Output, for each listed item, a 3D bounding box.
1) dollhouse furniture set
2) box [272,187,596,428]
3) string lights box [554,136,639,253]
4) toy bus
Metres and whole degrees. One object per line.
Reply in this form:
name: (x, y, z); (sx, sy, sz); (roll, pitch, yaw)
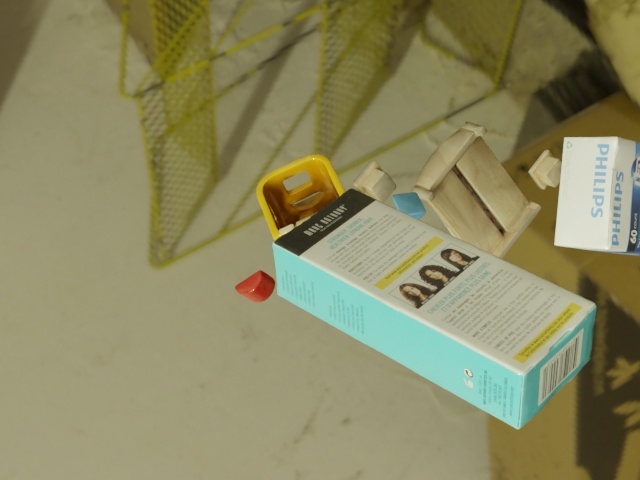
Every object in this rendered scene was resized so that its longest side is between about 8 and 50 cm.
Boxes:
dollhouse furniture set: (0.149, -0.087, 1.780); (0.174, 0.355, 0.303); (26, 162, 51)
box: (0.084, 0.047, 0.936); (0.244, 0.100, 0.060); (27, 137, 34)
string lights box: (0.397, -0.048, 1.468); (0.077, 0.259, 0.133); (5, 90, 45)
toy bus: (0.002, -0.008, 1.330); (0.202, 0.191, 0.104); (-54, 46, 37)
